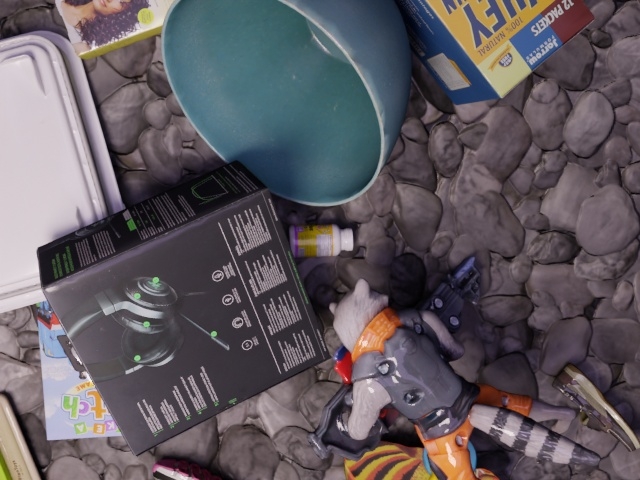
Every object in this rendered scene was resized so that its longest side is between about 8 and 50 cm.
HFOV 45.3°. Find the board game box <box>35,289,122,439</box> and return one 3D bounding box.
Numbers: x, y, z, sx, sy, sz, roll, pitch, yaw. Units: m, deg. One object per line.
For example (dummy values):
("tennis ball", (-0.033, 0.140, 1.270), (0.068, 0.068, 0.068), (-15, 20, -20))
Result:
("board game box", (-0.285, 0.153, 1.015), (0.160, 0.039, 0.211), (-3, 98, -4))

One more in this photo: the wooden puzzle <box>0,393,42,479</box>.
("wooden puzzle", (-0.493, 0.342, 1.021), (0.239, 0.044, 0.220), (-19, 99, -1))

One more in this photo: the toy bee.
("toy bee", (0.177, 0.333, 0.996), (0.298, 0.162, 0.195), (-15, 138, 19))

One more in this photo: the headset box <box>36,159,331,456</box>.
("headset box", (-0.166, 0.081, 0.911), (0.283, 0.131, 0.246), (-26, 117, -12))

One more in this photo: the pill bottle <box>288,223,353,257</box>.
("pill bottle", (0.000, 0.000, 1.013), (0.083, 0.043, 0.043), (-2, 98, -5))

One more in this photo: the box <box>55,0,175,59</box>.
("box", (-0.203, -0.303, 0.951), (0.232, 0.058, 0.087), (-21, 99, -2))

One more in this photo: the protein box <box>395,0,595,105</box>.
("protein box", (0.176, -0.281, 0.909), (0.136, 0.201, 0.200), (-40, 99, 1))

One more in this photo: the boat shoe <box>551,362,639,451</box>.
("boat shoe", (0.384, 0.240, 1.073), (0.049, 0.056, 0.152), (-41, 89, 7))

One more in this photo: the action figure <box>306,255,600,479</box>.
("action figure", (0.163, 0.149, 0.913), (0.330, 0.178, 0.341), (36, 63, 0))

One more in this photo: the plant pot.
("plant pot", (-0.009, -0.212, 0.893), (0.290, 0.290, 0.195), (44, 57, -8))

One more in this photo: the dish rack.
("dish rack", (-0.407, -0.080, 0.941), (0.286, 0.072, 0.332), (-16, 91, -1))

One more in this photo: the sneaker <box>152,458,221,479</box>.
("sneaker", (-0.158, 0.358, 1.039), (0.170, 0.063, 0.074), (30, 88, -12))
